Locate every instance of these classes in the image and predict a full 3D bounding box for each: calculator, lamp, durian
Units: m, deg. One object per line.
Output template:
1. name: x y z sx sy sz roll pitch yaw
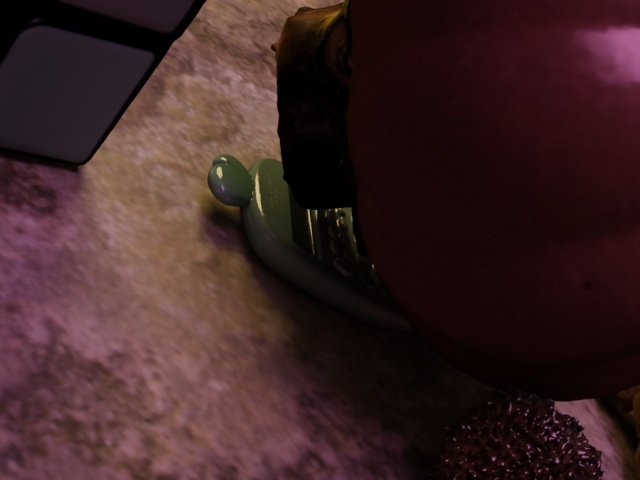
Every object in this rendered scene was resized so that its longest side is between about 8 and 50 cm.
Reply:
1. calculator: 0.000 0.000 0.728 0.153 0.021 0.095 29 28 -23
2. lamp: 0.102 -0.073 0.681 0.239 0.306 0.305 0 21 15
3. durian: 0.089 0.113 0.624 0.080 0.080 0.091 44 67 8

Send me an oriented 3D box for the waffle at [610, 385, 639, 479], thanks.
1. waffle: 0.294 0.144 0.808 0.245 0.052 0.254 5 40 -26

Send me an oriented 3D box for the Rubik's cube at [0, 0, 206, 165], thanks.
1. Rubik's cube: -0.161 -0.161 0.601 0.180 0.167 0.183 11 37 -44
